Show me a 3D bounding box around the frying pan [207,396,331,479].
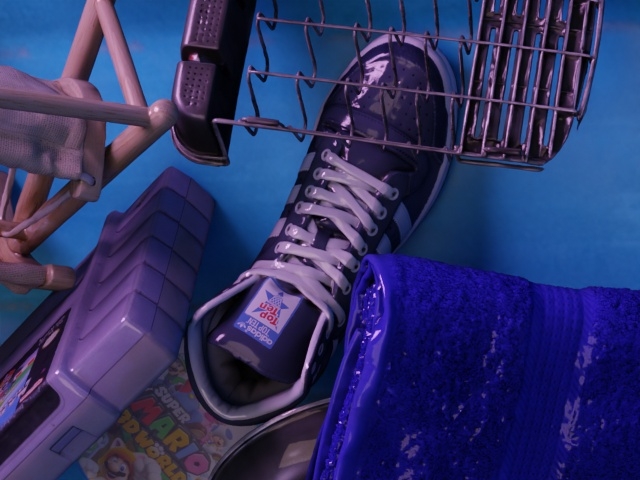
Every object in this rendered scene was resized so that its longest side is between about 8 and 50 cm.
[{"bbox_3d":[-0.031,0.207,1.225,0.326,0.053,0.197,-35,136,21],"label":"frying pan"}]

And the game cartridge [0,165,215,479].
[{"bbox_3d":[-0.216,0.120,1.225,0.068,0.230,0.355,41,113,-12],"label":"game cartridge"}]

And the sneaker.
[{"bbox_3d":[0.000,0.000,1.163,0.099,0.153,0.282,29,111,8],"label":"sneaker"}]

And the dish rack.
[{"bbox_3d":[0.043,-0.142,1.118,0.271,0.074,0.208,8,78,9],"label":"dish rack"}]

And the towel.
[{"bbox_3d":[0.148,0.137,1.119,0.308,0.076,0.228,8,111,-17],"label":"towel"}]

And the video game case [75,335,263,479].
[{"bbox_3d":[-0.110,0.146,1.313,0.166,0.015,0.119,-31,93,22],"label":"video game case"}]

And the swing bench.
[{"bbox_3d":[-0.269,-0.069,1.129,0.255,0.253,0.165,-53,43,39],"label":"swing bench"}]
